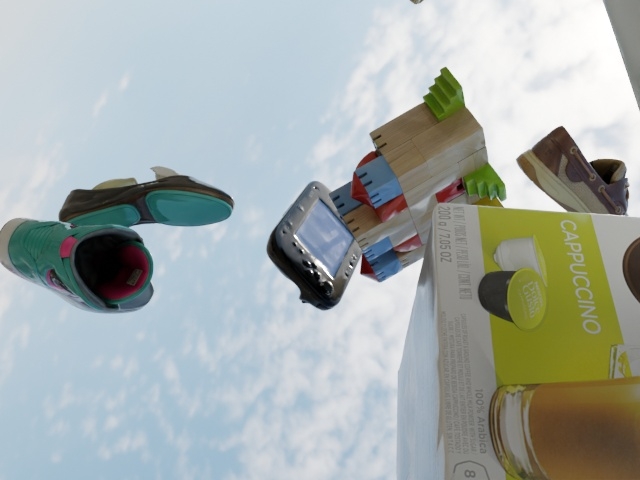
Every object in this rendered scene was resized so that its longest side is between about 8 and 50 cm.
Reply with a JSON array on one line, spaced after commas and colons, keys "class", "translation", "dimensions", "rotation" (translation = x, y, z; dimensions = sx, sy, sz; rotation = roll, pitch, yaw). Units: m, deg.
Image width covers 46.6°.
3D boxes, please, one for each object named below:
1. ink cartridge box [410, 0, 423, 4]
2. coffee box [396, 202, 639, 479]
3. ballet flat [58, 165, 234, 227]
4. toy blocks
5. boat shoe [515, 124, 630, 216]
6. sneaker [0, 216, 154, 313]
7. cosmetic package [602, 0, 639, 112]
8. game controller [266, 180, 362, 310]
[{"class": "ink cartridge box", "translation": [0.146, -0.444, 0.997], "dimensions": [0.235, 0.193, 0.088], "rotation": [-39, 173, -35]}, {"class": "coffee box", "translation": [0.261, 0.201, 0.762], "dimensions": [0.338, 0.335, 0.337], "rotation": [93, 2, -49]}, {"class": "ballet flat", "translation": [-0.278, -0.070, 1.183], "dimensions": [0.281, 0.095, 0.096], "rotation": [-6, -127, -1]}, {"class": "toy blocks", "translation": [0.142, -0.073, 1.218], "dimensions": [0.261, 0.381, 0.190], "rotation": [-30, -120, 2]}, {"class": "boat shoe", "translation": [0.498, -0.089, 1.319], "dimensions": [0.123, 0.342, 0.123], "rotation": [-49, -153, 19]}, {"class": "sneaker", "translation": [-0.305, 0.049, 1.101], "dimensions": [0.179, 0.295, 0.123], "rotation": [9, -104, 31]}, {"class": "cosmetic package", "translation": [0.436, -0.184, 0.616], "dimensions": [0.097, 0.378, 0.284], "rotation": [141, -64, -75]}, {"class": "game controller", "translation": [0.000, 0.000, 1.338], "dimensions": [0.067, 0.166, 0.319], "rotation": [-28, -166, 24]}]
